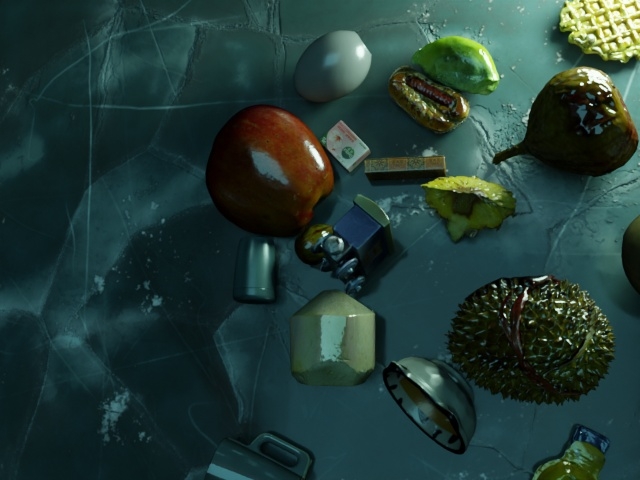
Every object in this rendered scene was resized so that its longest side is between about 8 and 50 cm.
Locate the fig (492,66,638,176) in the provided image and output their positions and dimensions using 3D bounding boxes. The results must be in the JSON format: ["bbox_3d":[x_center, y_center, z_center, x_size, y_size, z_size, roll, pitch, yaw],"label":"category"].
[{"bbox_3d":[0.609,-0.262,1.757,0.369,0.286,0.286,-31,72,39],"label":"fig"}]

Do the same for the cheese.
[{"bbox_3d":[0.615,0.588,1.666,0.177,0.069,0.270,25,83,15],"label":"cheese"}]

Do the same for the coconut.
[{"bbox_3d":[0.031,0.249,1.774,0.239,0.239,0.244,0,86,12],"label":"coconut"}]

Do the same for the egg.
[{"bbox_3d":[0.029,-0.486,1.931,0.232,0.176,0.176,-31,75,14],"label":"egg"}]

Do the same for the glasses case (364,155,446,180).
[{"bbox_3d":[0.234,-0.202,1.887,0.218,0.075,0.049,-2,77,13],"label":"glasses case"}]

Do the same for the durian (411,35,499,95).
[{"bbox_3d":[0.381,-0.491,1.892,0.250,0.101,0.139,35,90,16],"label":"durian"}]

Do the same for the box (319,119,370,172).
[{"bbox_3d":[0.070,-0.268,1.951,0.089,0.043,0.125,-44,74,2],"label":"box"}]

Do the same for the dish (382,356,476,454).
[{"bbox_3d":[0.287,0.382,1.688,0.120,0.303,0.303,-39,73,-19],"label":"dish"}]

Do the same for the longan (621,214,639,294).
[{"bbox_3d":[0.864,0.029,1.601,0.297,0.297,0.297,-2,80,12],"label":"longan"}]

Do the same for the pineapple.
[{"bbox_3d":[0.408,-0.083,1.828,0.250,0.140,0.164,11,124,29],"label":"pineapple"}]

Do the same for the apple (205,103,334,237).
[{"bbox_3d":[-0.145,-0.192,1.946,0.365,0.295,0.328,36,131,14],"label":"apple"}]

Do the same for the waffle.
[{"bbox_3d":[0.798,-0.607,1.846,0.281,0.060,0.262,29,84,14],"label":"waffle"}]

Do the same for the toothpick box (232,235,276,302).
[{"bbox_3d":[-0.181,0.081,1.907,0.120,0.120,0.184,-2,76,12],"label":"toothpick box"}]

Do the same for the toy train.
[{"bbox_3d":[0.094,0.021,1.768,0.202,0.299,0.131,-44,72,-6],"label":"toy train"}]

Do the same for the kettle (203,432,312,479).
[{"bbox_3d":[-0.161,0.615,1.809,0.243,0.160,0.210,17,56,8],"label":"kettle"}]

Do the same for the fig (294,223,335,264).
[{"bbox_3d":[0.000,0.000,1.890,0.155,0.103,0.109,-34,31,-5],"label":"fig"}]

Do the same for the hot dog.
[{"bbox_3d":[0.296,-0.394,1.911,0.253,0.069,0.131,38,90,17],"label":"hot dog"}]

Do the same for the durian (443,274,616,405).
[{"bbox_3d":[0.498,0.233,1.613,0.384,0.348,0.347,11,81,52],"label":"durian"}]
